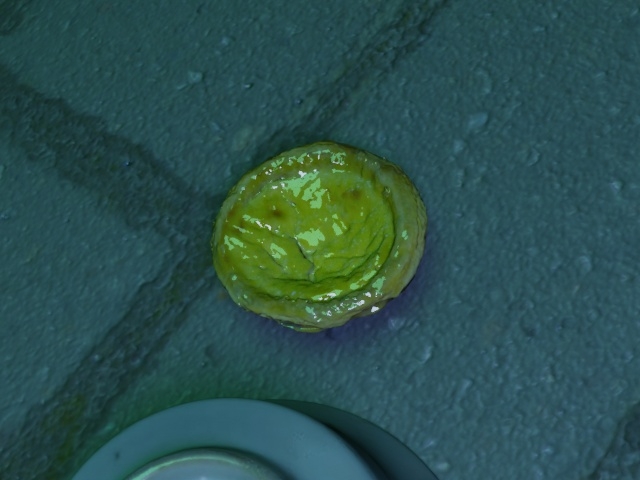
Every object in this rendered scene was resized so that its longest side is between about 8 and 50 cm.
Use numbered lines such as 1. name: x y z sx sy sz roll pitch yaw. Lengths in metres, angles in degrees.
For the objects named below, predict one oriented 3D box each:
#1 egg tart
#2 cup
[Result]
1. egg tart: 0.000 0.000 0.933 0.191 0.074 0.191 -7 60 12
2. cup: -0.065 0.248 0.766 0.347 0.163 0.347 -6 60 11
